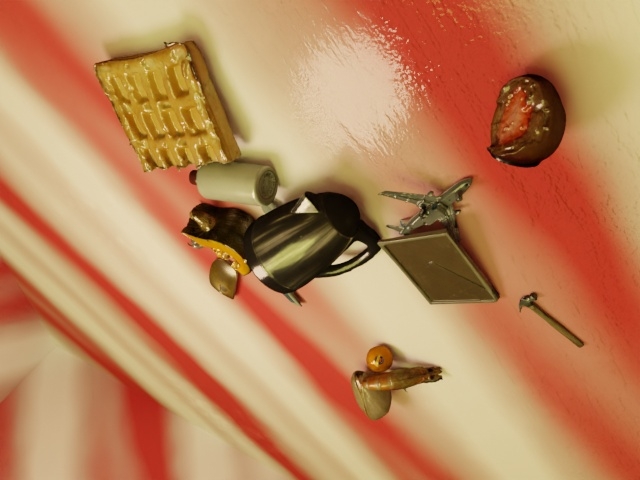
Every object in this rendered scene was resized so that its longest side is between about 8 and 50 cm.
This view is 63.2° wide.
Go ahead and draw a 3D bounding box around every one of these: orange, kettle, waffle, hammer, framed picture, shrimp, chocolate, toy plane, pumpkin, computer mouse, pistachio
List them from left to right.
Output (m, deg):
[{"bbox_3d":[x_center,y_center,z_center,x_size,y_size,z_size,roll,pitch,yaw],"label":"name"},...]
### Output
[{"bbox_3d":[-0.369,-0.314,1.255,0.348,0.077,0.304,4,125,35],"label":"waffle"},{"bbox_3d":[-0.323,0.134,1.740,0.102,0.045,0.199,32,142,9],"label":"computer mouse"},{"bbox_3d":[-0.265,-0.026,1.464,0.247,0.131,0.126,32,151,-4],"label":"pumpkin"},{"bbox_3d":[-0.011,0.000,1.242,0.271,0.207,0.251,-33,96,32],"label":"kettle"},{"bbox_3d":[0.164,0.498,1.696,0.124,0.124,0.185,-12,120,44],"label":"pistachio"},{"bbox_3d":[0.178,0.358,1.572,0.083,0.084,0.084,21,140,18],"label":"orange"},{"bbox_3d":[0.243,0.413,1.562,0.248,0.150,0.068,-11,88,26],"label":"shrimp"},{"bbox_3d":[0.235,-0.064,1.100,0.225,0.058,0.226,30,145,-19],"label":"toy plane"},{"bbox_3d":[0.273,0.071,1.205,0.188,0.023,0.260,-11,134,43],"label":"framed picture"},{"bbox_3d":[0.332,-0.195,0.836,0.124,0.127,0.133,34,132,24],"label":"chocolate"},{"bbox_3d":[0.524,0.187,1.183,0.182,0.017,0.062,39,143,-6],"label":"hammer"}]

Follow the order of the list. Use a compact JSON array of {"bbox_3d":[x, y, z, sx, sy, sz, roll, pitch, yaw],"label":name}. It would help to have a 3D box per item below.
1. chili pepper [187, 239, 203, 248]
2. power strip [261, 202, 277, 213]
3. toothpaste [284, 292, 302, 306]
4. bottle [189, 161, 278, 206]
[{"bbox_3d":[-0.358,-0.011,1.617,0.153,0.041,0.050,-31,130,33],"label":"chili pepper"},{"bbox_3d":[-0.124,-0.085,1.376,0.083,0.035,0.055,25,143,35],"label":"power strip"},{"bbox_3d":[-0.123,0.133,1.600,0.057,0.035,0.197,6,137,55],"label":"toothpaste"},{"bbox_3d":[-0.234,-0.150,1.326,0.245,0.104,0.104,9,135,29],"label":"bottle"}]
